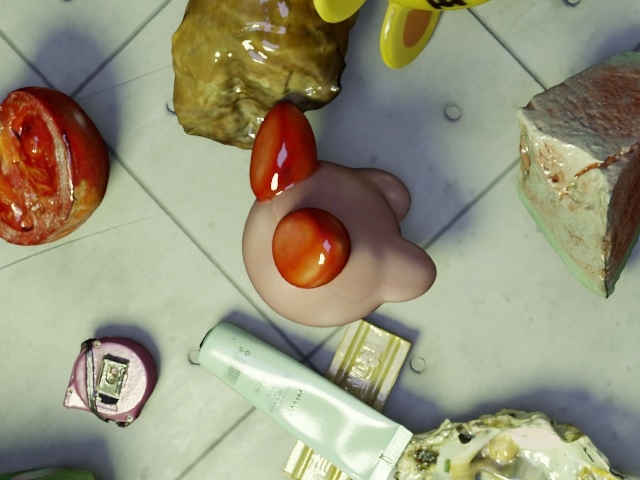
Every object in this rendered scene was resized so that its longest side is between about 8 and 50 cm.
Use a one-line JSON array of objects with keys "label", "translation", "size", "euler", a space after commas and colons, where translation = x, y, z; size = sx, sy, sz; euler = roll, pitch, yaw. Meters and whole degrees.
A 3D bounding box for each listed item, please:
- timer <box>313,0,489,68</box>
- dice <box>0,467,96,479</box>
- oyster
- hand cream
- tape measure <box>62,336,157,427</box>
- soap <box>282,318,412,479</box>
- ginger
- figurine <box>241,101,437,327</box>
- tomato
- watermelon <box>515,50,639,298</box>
[{"label": "timer", "translation": [0.136, -0.413, 1.762], "size": [0.376, 0.376, 0.387], "euler": [24, 91, 6]}, {"label": "dice", "translation": [-0.443, 0.494, 1.905], "size": [0.330, 0.318, 0.322], "euler": [-12, 91, 7]}, {"label": "oyster", "translation": [0.262, 0.303, 1.915], "size": [0.355, 0.107, 0.201], "euler": [17, 128, 1]}, {"label": "hand cream", "translation": [-0.032, 0.219, 1.934], "size": [0.321, 0.067, 0.109], "euler": [33, 109, 15]}, {"label": "tape measure", "translation": [-0.293, 0.198, 1.990], "size": [0.118, 0.074, 0.125], "euler": [13, 97, 6]}, {"label": "soap", "translation": [0.037, 0.235, 1.966], "size": [0.092, 0.037, 0.252], "euler": [24, 96, 7]}, {"label": "ginger", "translation": [-0.085, -0.273, 1.877], "size": [0.269, 0.200, 0.223], "euler": [-26, 52, 44]}, {"label": "figurine", "translation": [-0.009, 0.001, 1.857], "size": [0.211, 0.261, 0.269], "euler": [-38, 51, 25]}, {"label": "tomato", "translation": [-0.371, -0.103, 1.955], "size": [0.233, 0.140, 0.200], "euler": [-30, 80, 42]}, {"label": "watermelon", "translation": [0.367, -0.090, 1.822], "size": [0.193, 0.232, 0.310], "euler": [45, 119, 37]}]
